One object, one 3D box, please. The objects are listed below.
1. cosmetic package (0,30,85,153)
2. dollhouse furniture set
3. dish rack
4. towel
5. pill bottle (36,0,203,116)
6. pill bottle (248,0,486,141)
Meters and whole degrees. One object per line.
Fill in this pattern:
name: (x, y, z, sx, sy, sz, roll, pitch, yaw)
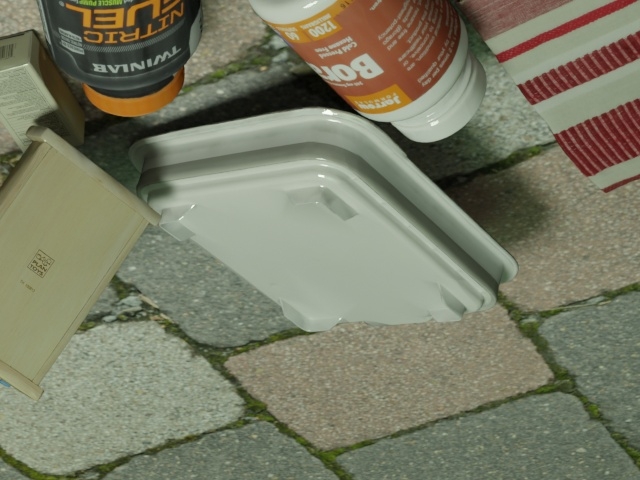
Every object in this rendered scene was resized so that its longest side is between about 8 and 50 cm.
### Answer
cosmetic package: (-0.258, -0.128, 1.390, 0.060, 0.041, 0.115, -11, 143, 11)
dollhouse furniture set: (-0.347, -0.020, 1.457, 0.286, 0.198, 0.303, 40, 166, -28)
dish rack: (0.000, 0.000, 1.490, 0.285, 0.072, 0.333, -8, 148, 37)
towel: (0.288, -0.175, 1.378, 0.237, 0.037, 0.329, -23, 141, 21)
pill bottle: (-0.159, -0.207, 1.221, 0.130, 0.130, 0.246, -3, 144, 0)
pill bottle: (0.045, -0.174, 1.286, 0.121, 0.121, 0.216, -24, 138, 25)
